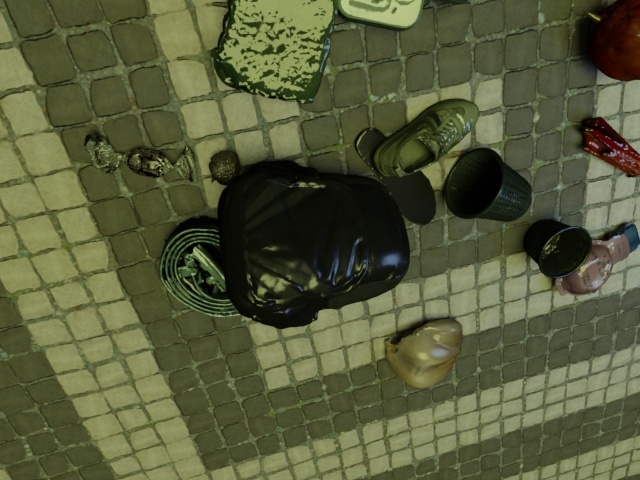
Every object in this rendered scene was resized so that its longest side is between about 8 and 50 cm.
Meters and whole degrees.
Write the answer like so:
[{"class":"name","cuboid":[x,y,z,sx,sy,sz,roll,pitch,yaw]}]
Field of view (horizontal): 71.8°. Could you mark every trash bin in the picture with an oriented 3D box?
[{"class":"trash bin","cuboid":[0.424,-0.122,1.088,0.161,0.175,0.175,13,111,-31]}]

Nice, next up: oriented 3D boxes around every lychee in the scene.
[{"class":"lychee","cuboid":[-0.212,-0.159,0.977,0.083,0.068,0.067,-52,155,10]}]

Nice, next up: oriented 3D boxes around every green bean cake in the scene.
[{"class":"green bean cake","cuboid":[-0.093,-0.393,0.862,0.222,0.125,0.227,9,114,-19]}]

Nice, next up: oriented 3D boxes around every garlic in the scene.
[{"class":"garlic","cuboid":[0.308,0.343,1.297,0.227,0.110,0.217,-5,119,-11]}]

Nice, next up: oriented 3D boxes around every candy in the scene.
[{"class":"candy","cuboid":[-0.377,-0.173,0.939,0.226,0.051,0.094,9,109,-16]}]

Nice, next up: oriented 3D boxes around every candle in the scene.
[{"class":"candle","cuboid":[0.790,-0.231,1.166,0.301,0.059,0.084,23,117,-21]}]

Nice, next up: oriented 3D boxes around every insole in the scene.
[{"class":"insole","cuboid":[0.193,-0.152,1.095,0.110,0.012,0.309,-45,115,7]}]

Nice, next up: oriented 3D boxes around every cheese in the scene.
[{"class":"cheese","cuboid":[0.814,0.062,1.297,0.286,0.074,0.189,-36,117,1]}]

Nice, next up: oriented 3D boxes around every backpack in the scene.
[{"class":"backpack","cuboid":[0.000,0.000,0.973,0.445,0.255,0.363,-2,79,-20]}]

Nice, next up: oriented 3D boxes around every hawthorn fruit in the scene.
[{"class":"hawthorn fruit","cuboid":[0.692,-0.455,0.972,0.251,0.189,0.190,11,111,-13]}]

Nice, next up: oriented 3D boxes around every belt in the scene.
[{"class":"belt","cuboid":[-0.247,0.071,1.043,0.267,0.116,0.206,41,96,-23]}]

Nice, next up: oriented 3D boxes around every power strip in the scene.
[{"class":"power strip","cuboid":[0.176,-0.537,0.870,0.261,0.141,0.230,10,111,-1]}]

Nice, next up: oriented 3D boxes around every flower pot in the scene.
[{"class":"flower pot","cuboid":[0.640,0.013,1.218,0.157,0.107,0.157,-6,117,-12]}]

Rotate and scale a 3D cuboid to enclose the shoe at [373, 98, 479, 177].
[{"class":"shoe","cuboid":[0.256,-0.232,1.023,0.275,0.098,0.103,-36,119,-1]}]
